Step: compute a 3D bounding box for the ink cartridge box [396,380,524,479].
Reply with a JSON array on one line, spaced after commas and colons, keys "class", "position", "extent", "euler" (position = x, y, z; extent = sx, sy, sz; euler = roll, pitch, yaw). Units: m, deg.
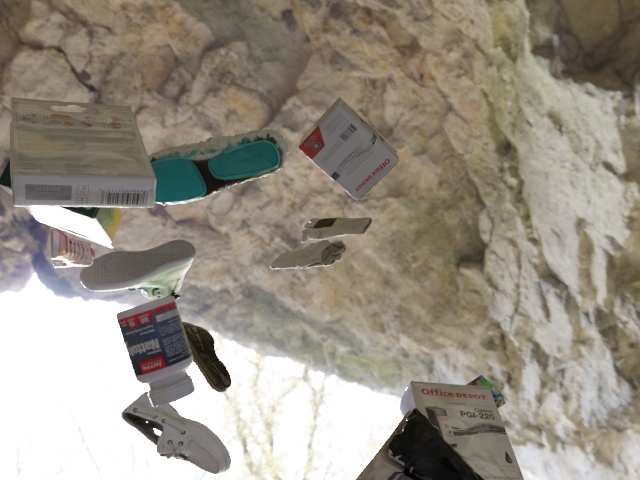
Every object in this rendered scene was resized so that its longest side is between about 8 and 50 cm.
[{"class": "ink cartridge box", "position": [0.230, 0.350, 1.007], "extent": [0.158, 0.218, 0.092], "euler": [7, -55, -12]}]

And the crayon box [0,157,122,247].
[{"class": "crayon box", "position": [-0.576, -0.083, 1.382], "extent": [0.323, 0.203, 0.083], "euler": [135, 155, -73]}]

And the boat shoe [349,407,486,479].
[{"class": "boat shoe", "position": [0.091, 0.365, 0.756], "extent": [0.127, 0.158, 0.341], "euler": [-36, -21, -45]}]

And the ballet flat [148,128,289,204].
[{"class": "ballet flat", "position": [-0.268, -0.185, 1.468], "extent": [0.408, 0.147, 0.147], "euler": [-10, -26, 9]}]

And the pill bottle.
[{"class": "pill bottle", "position": [-0.291, 0.199, 1.091], "extent": [0.107, 0.180, 0.108], "euler": [-18, -1, 0]}]

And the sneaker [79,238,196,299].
[{"class": "sneaker", "position": [-0.400, 0.094, 1.325], "extent": [0.255, 0.094, 0.151], "euler": [-15, -36, -39]}]

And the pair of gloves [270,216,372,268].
[{"class": "pair of gloves", "position": [0.000, 0.000, 1.563], "extent": [0.240, 0.204, 0.042], "euler": [-45, -58, -43]}]

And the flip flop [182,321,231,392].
[{"class": "flip flop", "position": [-0.330, 0.319, 1.646], "extent": [0.080, 0.277, 0.112], "euler": [-51, -40, 13]}]

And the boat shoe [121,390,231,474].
[{"class": "boat shoe", "position": [-0.324, 0.440, 1.328], "extent": [0.096, 0.277, 0.098], "euler": [-28, -42, -56]}]

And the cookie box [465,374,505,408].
[{"class": "cookie box", "position": [0.380, 0.392, 1.480], "extent": [0.107, 0.092, 0.040], "euler": [-31, -66, -6]}]

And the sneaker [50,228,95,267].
[{"class": "sneaker", "position": [-0.426, 0.014, 1.039], "extent": [0.070, 0.051, 0.134], "euler": [-2, -16, -20]}]

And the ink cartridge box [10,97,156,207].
[{"class": "ink cartridge box", "position": [-0.349, -0.130, 0.874], "extent": [0.180, 0.225, 0.056], "euler": [-1, -54, -28]}]

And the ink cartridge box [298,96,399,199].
[{"class": "ink cartridge box", "position": [0.047, -0.149, 0.985], "extent": [0.099, 0.135, 0.056], "euler": [-43, 17, 22]}]
